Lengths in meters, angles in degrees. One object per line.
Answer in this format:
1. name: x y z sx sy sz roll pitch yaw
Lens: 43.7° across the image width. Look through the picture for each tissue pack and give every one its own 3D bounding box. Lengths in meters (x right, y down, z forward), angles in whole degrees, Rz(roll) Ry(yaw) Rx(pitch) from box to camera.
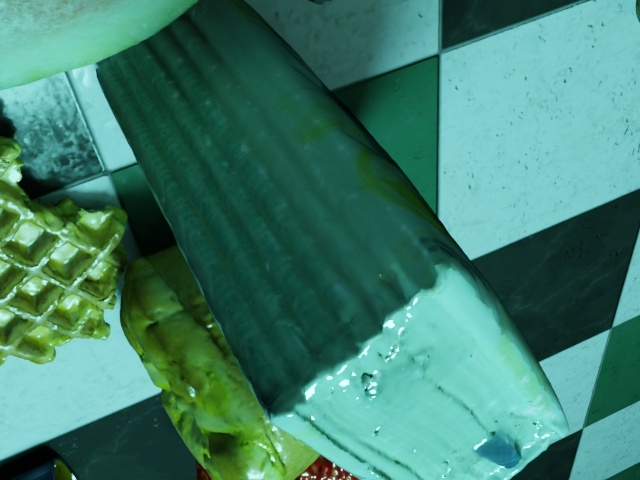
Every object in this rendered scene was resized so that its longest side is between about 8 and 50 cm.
1. tissue pack: 0.000 0.000 0.630 0.162 0.388 0.287 -38 139 4

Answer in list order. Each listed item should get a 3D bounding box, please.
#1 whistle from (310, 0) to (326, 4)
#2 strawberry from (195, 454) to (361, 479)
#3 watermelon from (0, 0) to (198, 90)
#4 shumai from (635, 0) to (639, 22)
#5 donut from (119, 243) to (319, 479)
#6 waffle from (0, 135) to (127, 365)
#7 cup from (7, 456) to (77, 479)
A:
1. whistle: 0.094 -0.313 0.567 0.189 0.189 0.348 9 139 -38
2. strawberry: -0.019 0.269 0.980 0.260 0.258 0.261 -4 176 0
3. watermelon: -0.146 -0.238 0.515 0.310 0.193 0.232 -24 160 10
4. shumai: 0.438 -0.362 0.723 0.329 0.292 0.289 -29 104 -15
5. donut: -0.098 0.124 0.789 0.128 0.262 0.208 -28 172 -22
6. waffle: -0.311 0.026 0.716 0.281 0.058 0.301 -27 140 -8
7. cup: -0.358 0.354 0.971 0.138 0.113 0.150 -23 137 -8
